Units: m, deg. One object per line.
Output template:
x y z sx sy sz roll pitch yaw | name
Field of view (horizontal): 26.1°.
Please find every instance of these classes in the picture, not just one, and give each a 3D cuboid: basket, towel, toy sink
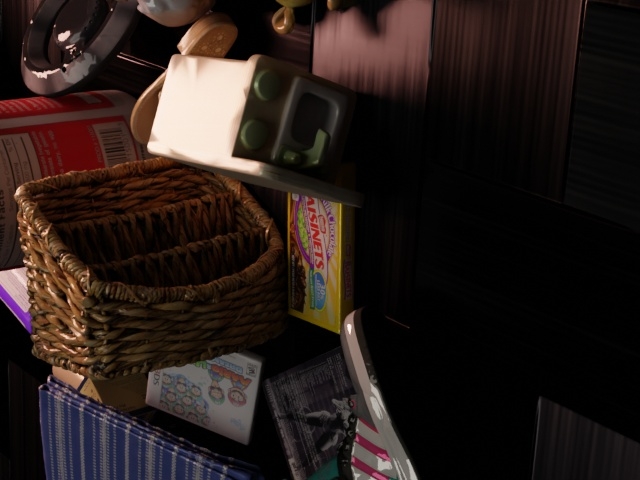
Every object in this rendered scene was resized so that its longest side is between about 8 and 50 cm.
-0.189 0.023 1.660 0.213 0.299 0.223 11 108 50 | basket
-0.231 0.328 1.874 0.336 0.040 0.243 22 133 17 | towel
-0.059 -0.130 1.553 0.234 0.153 0.131 15 90 51 | toy sink

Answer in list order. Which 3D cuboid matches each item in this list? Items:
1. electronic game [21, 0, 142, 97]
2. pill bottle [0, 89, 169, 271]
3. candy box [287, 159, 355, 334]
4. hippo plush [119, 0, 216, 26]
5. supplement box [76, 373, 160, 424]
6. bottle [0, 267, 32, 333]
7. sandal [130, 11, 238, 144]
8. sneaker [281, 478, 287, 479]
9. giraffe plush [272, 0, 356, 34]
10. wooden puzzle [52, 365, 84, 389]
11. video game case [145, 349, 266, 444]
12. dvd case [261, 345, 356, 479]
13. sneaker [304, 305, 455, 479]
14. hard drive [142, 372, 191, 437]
-0.323 -0.294 1.874 0.229 0.048 0.229 -23 50 30 | electronic game
-0.428 -0.073 1.853 0.229 0.408 0.229 17 112 49 | pill bottle
0.000 0.000 1.636 0.105 0.027 0.206 17 112 47 | candy box
-0.205 -0.419 1.693 0.294 0.234 0.236 40 103 33 | hippo plush
-0.281 0.222 1.917 0.083 0.083 0.056 59 138 21 | supplement box
-0.463 0.053 2.162 0.283 0.118 0.092 41 106 37 | bottle
-0.166 -0.177 1.756 0.240 0.088 0.079 -53 55 38 | sandal
-0.050 0.380 1.784 0.076 0.065 0.166 33 130 27 | sneaker
-0.023 -0.323 1.503 0.210 0.181 0.170 45 155 -13 | giraffe plush
-0.322 0.311 2.093 0.221 0.044 0.238 28 132 45 | wooden puzzle
-0.153 0.186 1.821 0.157 0.019 0.143 20 124 14 | video game case
0.014 0.223 1.684 0.221 0.018 0.164 -30 75 52 | dvd case
0.040 0.236 1.548 0.178 0.124 0.295 -23 81 27 | sneaker
-0.212 0.159 1.926 0.172 0.054 0.254 58 138 24 | hard drive
